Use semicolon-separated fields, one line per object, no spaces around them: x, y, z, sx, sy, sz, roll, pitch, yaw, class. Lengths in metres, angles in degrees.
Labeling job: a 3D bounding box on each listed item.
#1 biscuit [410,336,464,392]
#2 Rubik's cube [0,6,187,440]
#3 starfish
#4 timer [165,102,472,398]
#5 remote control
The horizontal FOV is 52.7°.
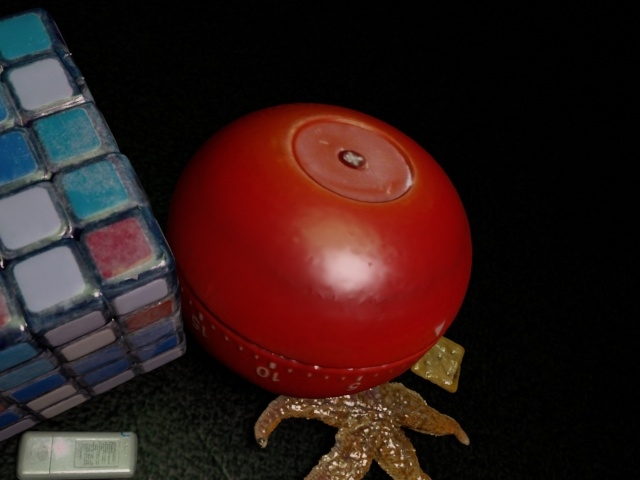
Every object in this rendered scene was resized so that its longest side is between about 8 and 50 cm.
0.178;0.178;0.977;0.081;0.018;0.083;30;51;-8;biscuit
-0.315;0.013;0.609;0.287;0.293;0.291;-24;75;-18;Rubik's cube
0.069;0.250;0.850;0.303;0.060;0.299;28;49;-10;starfish
0.000;0.000;0.807;0.378;0.279;0.377;10;47;-11;timer
-0.265;0.235;0.709;0.125;0.018;0.053;7;59;-24;remote control
